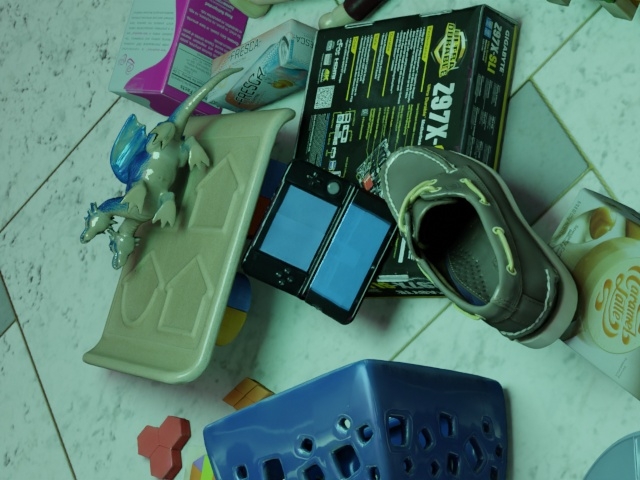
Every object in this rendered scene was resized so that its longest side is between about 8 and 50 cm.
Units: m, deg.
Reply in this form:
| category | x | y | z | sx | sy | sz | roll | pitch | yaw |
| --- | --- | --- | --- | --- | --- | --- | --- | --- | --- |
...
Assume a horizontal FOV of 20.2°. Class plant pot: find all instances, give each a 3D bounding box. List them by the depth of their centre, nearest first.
| category | x | y | z | sx | sy | sz | roll | pitch | yaw |
| --- | --- | --- | --- | --- | --- | --- | --- | --- | --- |
| plant pot | 0.050 | 0.262 | 1.827 | 0.236 | 0.236 | 0.212 | -25 | 65 | 35 |

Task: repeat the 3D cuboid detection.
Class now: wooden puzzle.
| category | x | y | z | sx | sy | sz | roll | pitch | yaw |
| --- | --- | --- | --- | --- | --- | --- | --- | --- | --- |
| wooden puzzle | -0.147 | 0.009 | 2.173 | 0.322 | 0.080 | 0.348 | 3 | 71 | 62 |

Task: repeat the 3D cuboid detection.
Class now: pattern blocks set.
| category | x | y | z | sx | sy | sz | roll | pitch | yaw |
| --- | --- | --- | --- | --- | --- | --- | --- | --- | --- |
| pattern blocks set | -0.100 | 0.301 | 2.090 | 0.325 | 0.026 | 0.285 | -22 | 60 | 36 |

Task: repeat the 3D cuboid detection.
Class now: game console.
| category | x | y | z | sx | sy | sz | roll | pitch | yaw |
| --- | --- | --- | --- | --- | --- | --- | --- | --- | --- |
| game console | 0.000 | 0.000 | 1.972 | 0.144 | 0.124 | 0.085 | -64 | 18 | 3 |

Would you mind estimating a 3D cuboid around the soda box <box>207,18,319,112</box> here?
| category | x | y | z | sx | sy | sz | roll | pitch | yaw |
| --- | --- | --- | --- | --- | --- | --- | --- | --- | --- |
| soda box | -0.067 | -0.212 | 2.215 | 0.183 | 0.058 | 0.063 | -20 | 59 | 52 |

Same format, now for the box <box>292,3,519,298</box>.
| category | x | y | z | sx | sy | sz | roll | pitch | yaw |
| --- | --- | --- | --- | --- | --- | --- | --- | --- | --- |
| box | 0.083 | -0.096 | 2.041 | 0.257 | 0.079 | 0.322 | -3 | 72 | 41 |

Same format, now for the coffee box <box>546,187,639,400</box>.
| category | x | y | z | sx | sy | sz | roll | pitch | yaw |
| --- | --- | --- | --- | --- | --- | --- | --- | --- | --- |
| coffee box | 0.323 | 0.071 | 1.730 | 0.246 | 0.098 | 0.141 | 39 | 104 | 45 |

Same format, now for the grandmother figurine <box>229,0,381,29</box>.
| category | x | y | z | sx | sy | sz | roll | pitch | yaw |
| --- | --- | --- | --- | --- | --- | --- | --- | --- | --- |
| grandmother figurine | 0.034 | -0.357 | 2.184 | 0.342 | 0.104 | 0.208 | 2 | 102 | 41 |

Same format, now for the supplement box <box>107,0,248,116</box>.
| category | x | y | z | sx | sy | sz | roll | pitch | yaw |
| --- | --- | --- | --- | --- | --- | --- | --- | --- | --- |
| supplement box | -0.176 | -0.277 | 2.332 | 0.111 | 0.114 | 0.220 | 9 | 79 | 44 |

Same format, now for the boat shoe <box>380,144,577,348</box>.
| category | x | y | z | sx | sy | sz | roll | pitch | yaw |
| --- | --- | --- | --- | --- | --- | --- | --- | --- | --- |
| boat shoe | 0.138 | -0.011 | 1.816 | 0.116 | 0.096 | 0.324 | -55 | 39 | 16 |

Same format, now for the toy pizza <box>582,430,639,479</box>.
| category | x | y | z | sx | sy | sz | roll | pitch | yaw |
| --- | --- | --- | --- | --- | --- | --- | --- | --- | --- |
| toy pizza | 0.312 | 0.279 | 1.694 | 0.201 | 0.032 | 0.201 | -25 | 57 | 47 |

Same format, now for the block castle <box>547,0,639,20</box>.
| category | x | y | z | sx | sy | sz | roll | pitch | yaw |
| --- | --- | --- | --- | --- | --- | --- | --- | --- | --- |
| block castle | 0.283 | -0.393 | 1.820 | 0.453 | 0.213 | 0.303 | 20 | 87 | 34 |

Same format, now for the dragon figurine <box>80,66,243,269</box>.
| category | x | y | z | sx | sy | sz | roll | pitch | yaw |
| --- | --- | --- | --- | --- | --- | --- | --- | --- | --- |
| dragon figurine | -0.203 | -0.098 | 2.178 | 0.289 | 0.085 | 0.144 | -66 | 26 | 1 |
